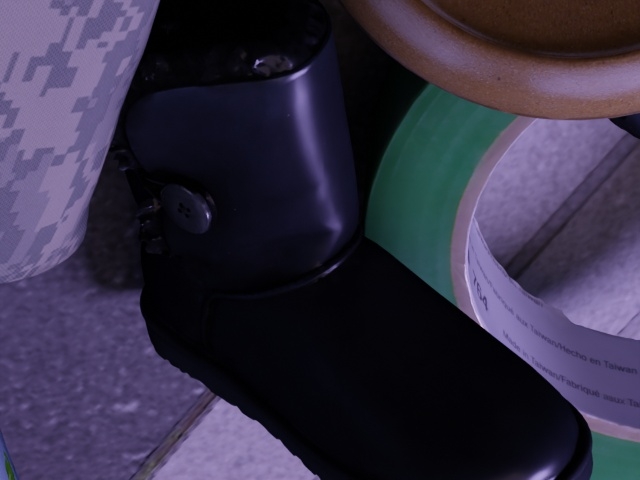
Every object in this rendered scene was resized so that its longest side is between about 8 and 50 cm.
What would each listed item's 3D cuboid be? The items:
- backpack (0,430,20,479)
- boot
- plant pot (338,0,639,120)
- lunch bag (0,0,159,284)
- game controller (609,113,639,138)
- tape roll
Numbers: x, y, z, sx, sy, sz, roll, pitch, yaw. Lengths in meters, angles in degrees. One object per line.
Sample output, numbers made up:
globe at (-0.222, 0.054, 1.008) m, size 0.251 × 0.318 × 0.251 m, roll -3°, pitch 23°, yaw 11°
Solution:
backpack at (-0.220, 0.156, 0.639) m, size 0.273 × 0.290 × 0.355 m, roll -30°, pitch 103°, yaw -1°
boot at (0.000, 0.000, 0.654) m, size 0.094 × 0.246 × 0.207 m, roll -43°, pitch 143°, yaw -30°
plant pot at (0.099, -0.162, 0.602) m, size 0.236 × 0.032 × 0.236 m, roll 2°, pitch 102°, yaw 7°
lunch bag at (-0.138, -0.131, 0.484) m, size 0.256 × 0.212 × 0.305 m, roll 8°, pitch 120°, yaw -42°
game controller at (0.274, -0.163, 0.768) m, size 0.166 × 0.067 × 0.319 m, roll 14°, pitch 121°, yaw -50°
tape roll at (0.180, -0.013, 0.742) m, size 0.321 × 0.077 × 0.321 m, roll 3°, pitch 128°, yaw 3°
